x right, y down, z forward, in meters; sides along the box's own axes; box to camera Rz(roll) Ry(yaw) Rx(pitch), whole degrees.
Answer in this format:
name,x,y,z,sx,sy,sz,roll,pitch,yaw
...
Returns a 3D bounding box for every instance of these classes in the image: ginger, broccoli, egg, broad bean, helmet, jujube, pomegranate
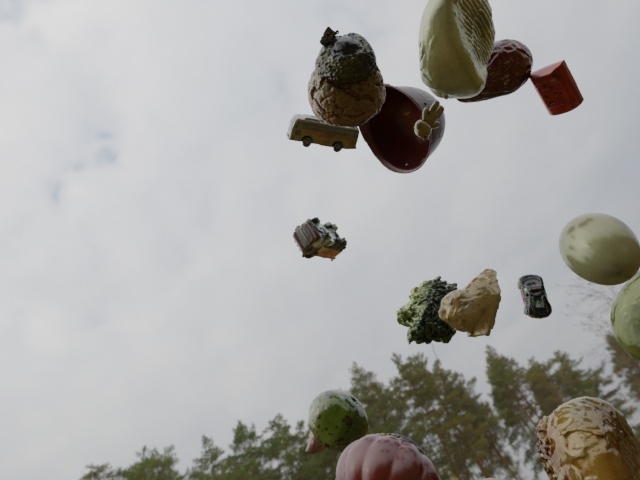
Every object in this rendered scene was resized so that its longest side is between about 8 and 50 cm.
name,x,y,z,sx,sy,sz,roll,pitch,yaw
ginger,0.386,0.148,1.172,0.122,0.193,0.115,24,-25,-1
broccoli,0.382,0.251,1.629,0.245,0.248,0.288,-4,-10,42
egg,0.779,0.024,1.253,0.185,0.242,0.186,-1,-53,-2
broad bean,0.671,0.123,0.827,0.263,0.189,0.121,-43,-34,26
helmet,0.352,-0.475,1.790,0.230,0.385,0.338,-28,-36,-29
jujube,0.548,-0.538,1.445,0.255,0.190,0.190,-29,-38,5
pomegranate,0.038,0.626,1.496,0.214,0.214,0.248,28,-77,-47

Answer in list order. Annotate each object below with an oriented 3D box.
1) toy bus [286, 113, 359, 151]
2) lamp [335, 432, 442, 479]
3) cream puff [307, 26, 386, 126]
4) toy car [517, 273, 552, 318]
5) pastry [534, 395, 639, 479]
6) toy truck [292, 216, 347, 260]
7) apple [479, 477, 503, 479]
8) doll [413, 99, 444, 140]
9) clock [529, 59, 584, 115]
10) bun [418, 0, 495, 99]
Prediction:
name,x,y,z,sx,sy,sz,roll,pitch,yaw
toy bus,0.011,-0.406,1.686,0.268,0.092,0.106,6,-60,-15
lamp,0.135,0.504,0.902,0.226,0.227,0.227,-18,-40,-15
cream puff,0.048,-0.360,0.956,0.183,0.183,0.169,-26,-31,-6
toy car,0.604,0.153,1.263,0.069,0.142,0.055,-7,-37,11
pastry,0.582,0.488,0.955,0.184,0.285,0.315,-38,-18,31
toy truck,0.000,0.000,1.689,0.135,0.114,0.270,-39,-22,16
apple,0.438,0.698,1.123,0.155,0.182,0.182,25,-64,-42
doll,0.264,-0.288,1.076,0.093,0.051,0.061,-44,-61,12
clock,0.745,-0.476,1.422,0.155,0.113,0.061,49,-112,-18
bun,0.266,-0.404,0.919,0.229,0.145,0.230,-2,-88,-42
